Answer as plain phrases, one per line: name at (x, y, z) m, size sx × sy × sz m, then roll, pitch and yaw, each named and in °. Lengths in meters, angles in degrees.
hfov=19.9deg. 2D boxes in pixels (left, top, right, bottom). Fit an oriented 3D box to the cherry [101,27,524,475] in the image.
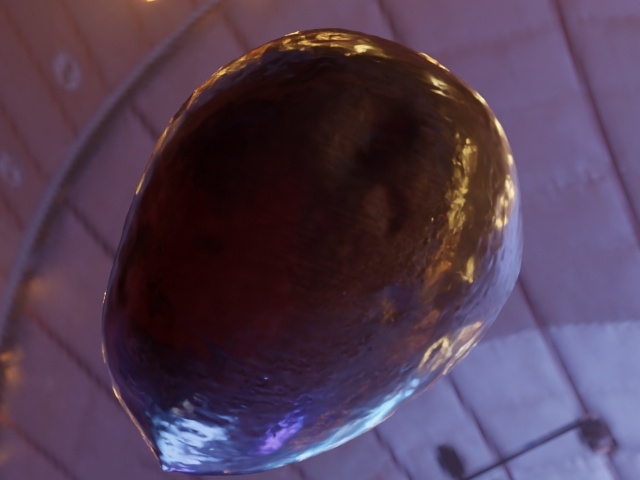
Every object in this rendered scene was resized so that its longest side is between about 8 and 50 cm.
cherry at (0.000, 0.000, 0.885) m, size 0.184 × 0.266 × 0.213 m, roll 31°, pitch -15°, yaw 14°
